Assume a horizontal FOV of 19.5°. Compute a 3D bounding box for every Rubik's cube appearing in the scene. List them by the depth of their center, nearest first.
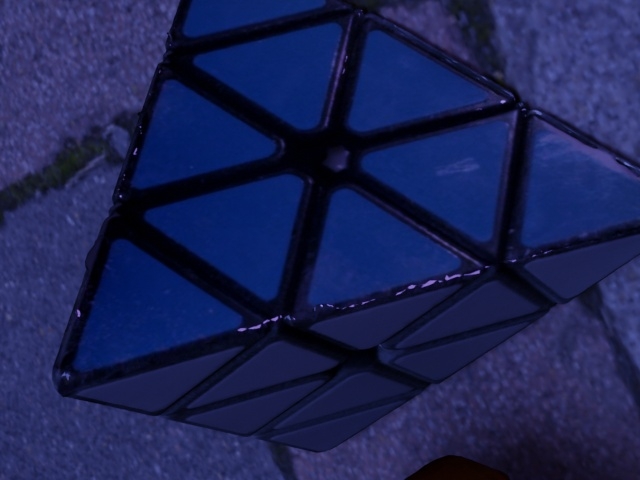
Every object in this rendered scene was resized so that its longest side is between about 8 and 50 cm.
[{"bbox_3d":[-0.002,-0.001,0.948,0.229,0.233,0.228,-58,20,3],"label":"Rubik's cube"}]

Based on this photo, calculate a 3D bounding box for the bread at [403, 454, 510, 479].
[{"bbox_3d":[0.068,0.285,0.933,0.114,0.295,0.328,-5,106,5],"label":"bread"}]
